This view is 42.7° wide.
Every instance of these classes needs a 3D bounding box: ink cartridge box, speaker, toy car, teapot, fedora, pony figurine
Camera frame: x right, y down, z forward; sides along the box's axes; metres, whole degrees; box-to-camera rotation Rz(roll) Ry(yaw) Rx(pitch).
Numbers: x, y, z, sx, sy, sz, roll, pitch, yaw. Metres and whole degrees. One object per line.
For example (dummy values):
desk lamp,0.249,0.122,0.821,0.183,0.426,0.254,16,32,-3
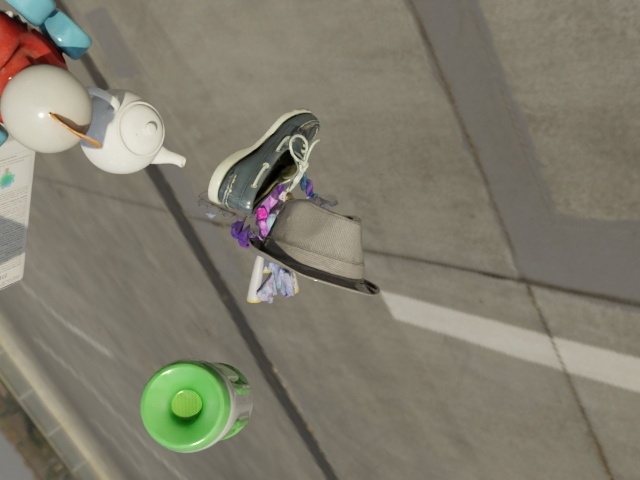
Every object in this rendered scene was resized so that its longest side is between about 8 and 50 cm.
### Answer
ink cartridge box,-0.632,-0.018,1.340,0.151,0.270,0.395,36,129,21
speaker,-0.171,0.236,1.189,0.131,0.131,0.296,50,175,9
toy car,-0.366,-0.182,1.075,0.238,0.219,0.210,41,178,15
teapot,-0.522,-0.303,2.231,0.187,0.256,0.252,2,105,42
fedora,0.000,0.000,1.467,0.244,0.124,0.275,17,-178,-20
pony figurine,-0.107,-0.047,1.874,0.351,0.303,0.363,-77,-9,-69

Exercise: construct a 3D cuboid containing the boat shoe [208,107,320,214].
boat shoe,-0.062,-0.117,1.200,0.079,0.254,0.095,28,128,16
